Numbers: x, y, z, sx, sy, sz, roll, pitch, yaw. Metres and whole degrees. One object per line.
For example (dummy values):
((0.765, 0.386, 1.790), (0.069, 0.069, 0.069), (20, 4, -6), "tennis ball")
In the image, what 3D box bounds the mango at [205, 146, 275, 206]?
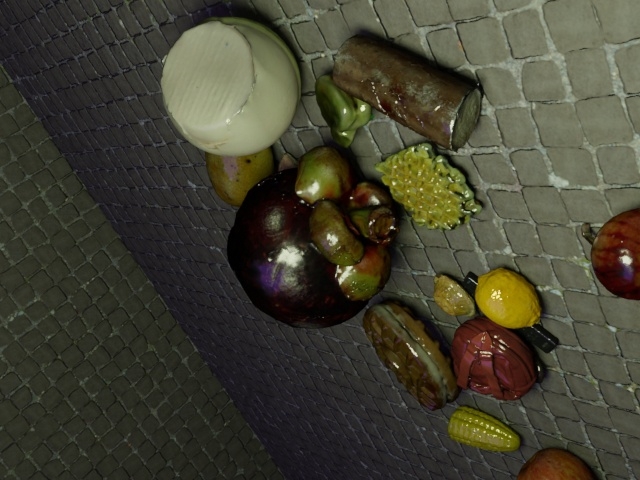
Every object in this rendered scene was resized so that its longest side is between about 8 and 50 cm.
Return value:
((-0.207, -0.223, 1.838), (0.176, 0.175, 0.329), (-6, 138, 0), "mango")

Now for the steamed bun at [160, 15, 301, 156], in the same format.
((-0.175, -0.322, 1.578), (0.309, 0.309, 0.309), (33, 149, 24), "steamed bun")

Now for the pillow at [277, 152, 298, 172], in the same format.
((-0.067, -0.125, 1.893), (0.126, 0.043, 0.232), (44, 154, 16), "pillow")

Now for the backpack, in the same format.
((0.390, 0.265, 1.655), (0.229, 0.139, 0.229), (37, 156, 20), "backpack")

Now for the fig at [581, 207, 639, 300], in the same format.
((0.506, 0.028, 1.189), (0.202, 0.149, 0.148), (-27, 85, 52), "fig")

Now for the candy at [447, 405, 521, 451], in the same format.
((0.444, 0.513, 1.951), (0.199, 0.094, 0.106), (10, 134, 38), "candy")

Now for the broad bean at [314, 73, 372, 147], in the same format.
((0.036, -0.268, 1.504), (0.153, 0.072, 0.207), (68, 164, -3), "broad bean")

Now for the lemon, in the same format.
((0.390, 0.123, 1.510), (0.155, 0.114, 0.114), (39, 151, 1), "lemon")

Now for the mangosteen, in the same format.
((-0.024, 0.001, 1.647), (0.381, 0.381, 0.421), (43, 152, 7), "mangosteen")

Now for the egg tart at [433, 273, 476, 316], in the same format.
((0.301, 0.133, 1.682), (0.129, 0.049, 0.129), (45, 165, 16), "egg tart")

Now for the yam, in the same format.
((0.160, -0.271, 1.316), (0.280, 0.131, 0.131), (34, 149, 27), "yam")

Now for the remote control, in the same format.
((0.416, 0.160, 1.612), (0.245, 0.025, 0.063), (39, 152, 13), "remote control")

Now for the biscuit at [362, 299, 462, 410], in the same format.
((0.232, 0.293, 1.878), (0.332, 0.103, 0.332), (51, 169, 15), "biscuit")

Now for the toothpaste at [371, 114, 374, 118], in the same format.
((0.083, -0.285, 1.507), (0.017, 0.020, 0.083), (9, 134, 52), "toothpaste")

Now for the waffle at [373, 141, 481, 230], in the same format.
((0.226, -0.107, 1.503), (0.204, 0.054, 0.223), (53, 153, -11), "waffle")

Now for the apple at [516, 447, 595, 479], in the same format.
((0.578, 0.609, 1.789), (0.174, 0.188, 0.188), (44, 152, 15), "apple")
